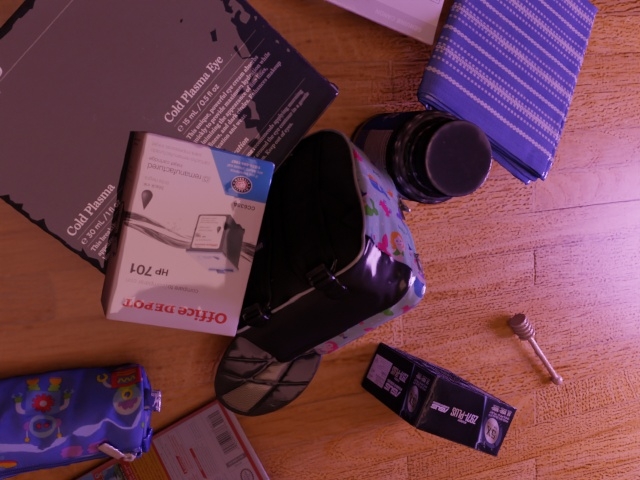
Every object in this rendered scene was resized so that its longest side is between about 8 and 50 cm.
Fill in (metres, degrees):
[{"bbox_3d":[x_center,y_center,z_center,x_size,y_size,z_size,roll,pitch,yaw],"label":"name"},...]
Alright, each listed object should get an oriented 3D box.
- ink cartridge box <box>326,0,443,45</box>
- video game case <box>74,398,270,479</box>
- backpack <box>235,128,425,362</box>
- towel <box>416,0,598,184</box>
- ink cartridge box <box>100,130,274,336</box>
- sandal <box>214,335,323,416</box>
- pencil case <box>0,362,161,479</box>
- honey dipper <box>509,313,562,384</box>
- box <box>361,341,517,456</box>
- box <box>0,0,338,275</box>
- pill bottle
[{"bbox_3d":[0.052,-0.434,0.925,0.296,0.066,0.261,16,91,-21],"label":"ink cartridge box"},{"bbox_3d":[-0.208,0.367,0.916,0.285,0.025,0.204,-28,69,-15],"label":"video game case"},{"bbox_3d":[0.000,0.000,0.840,0.225,0.254,0.191,-33,137,25],"label":"backpack"},{"bbox_3d":[0.281,-0.277,1.012,0.243,0.040,0.336,31,69,-20],"label":"towel"},{"bbox_3d":[-0.141,-0.007,0.724,0.139,0.082,0.191,11,94,-23],"label":"ink cartridge box"},{"bbox_3d":[-0.039,0.111,0.970,0.120,0.086,0.303,33,71,-5],"label":"sandal"},{"bbox_3d":[-0.354,0.233,0.847,0.306,0.133,0.119,-5,133,-19],"label":"pencil case"},{"bbox_3d":[0.368,0.189,1.163,0.030,0.030,0.161,-41,113,-10],"label":"honey dipper"},{"bbox_3d":[0.168,0.230,1.011,0.147,0.180,0.078,25,88,-23],"label":"box"},{"bbox_3d":[-0.217,-0.152,0.810,0.312,0.179,0.343,42,83,-23],"label":"box"},{"bbox_3d":[0.130,-0.113,0.922,0.122,0.219,0.123,-3,99,-20],"label":"pill bottle"}]
